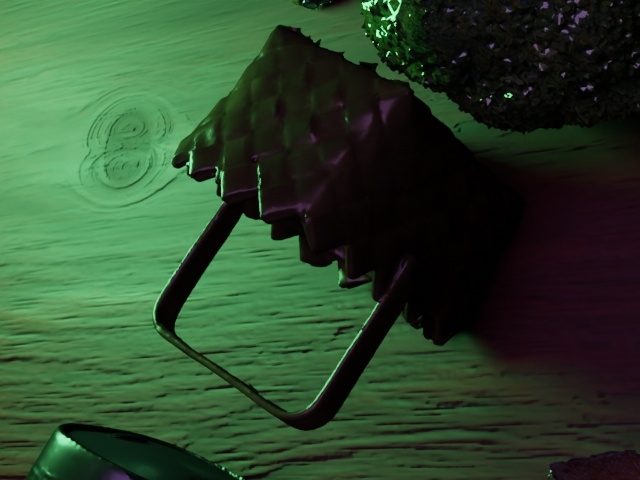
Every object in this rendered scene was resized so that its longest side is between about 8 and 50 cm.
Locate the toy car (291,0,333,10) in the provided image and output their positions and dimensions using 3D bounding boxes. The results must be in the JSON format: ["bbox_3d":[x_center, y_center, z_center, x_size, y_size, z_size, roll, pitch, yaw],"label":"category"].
[{"bbox_3d":[0.015,-0.290,1.906,0.122,0.035,0.059,-9,67,41],"label":"toy car"}]

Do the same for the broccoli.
[{"bbox_3d":[0.187,-0.251,1.517,0.321,0.310,0.413,-101,7,-53],"label":"broccoli"}]

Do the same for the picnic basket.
[{"bbox_3d":[0.000,0.000,1.652,0.254,0.291,0.321,29,84,42],"label":"picnic basket"}]

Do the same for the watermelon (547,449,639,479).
[{"bbox_3d":[0.278,0.282,1.425,0.257,0.193,0.140,55,144,33],"label":"watermelon"}]

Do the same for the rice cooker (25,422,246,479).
[{"bbox_3d":[-0.187,0.319,1.743,0.267,0.267,0.224,22,92,43],"label":"rice cooker"}]
